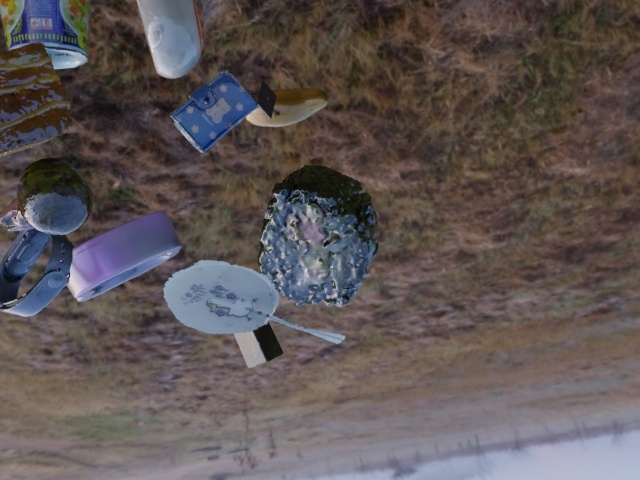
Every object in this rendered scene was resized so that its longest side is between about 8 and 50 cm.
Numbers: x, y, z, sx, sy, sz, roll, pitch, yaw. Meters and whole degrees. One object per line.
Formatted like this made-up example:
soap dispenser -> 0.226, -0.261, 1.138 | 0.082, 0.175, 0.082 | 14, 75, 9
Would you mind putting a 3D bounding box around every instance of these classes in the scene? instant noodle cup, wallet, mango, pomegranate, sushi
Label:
instant noodle cup -> -0.719, -0.623, 1.667 | 0.284, 0.312, 0.284 | -4, 180, 0
wallet -> -0.284, -0.343, 1.700 | 0.202, 0.141, 0.059 | -43, -172, -8
mango -> -0.118, -0.451, 2.178 | 0.295, 0.120, 0.177 | -3, -159, -2
pomegranate -> -0.474, -0.071, 1.095 | 0.163, 0.138, 0.125 | -13, 144, -12
sushi -> 0.000, 0.000, 1.658 | 0.294, 0.178, 0.351 | 17, 123, 9

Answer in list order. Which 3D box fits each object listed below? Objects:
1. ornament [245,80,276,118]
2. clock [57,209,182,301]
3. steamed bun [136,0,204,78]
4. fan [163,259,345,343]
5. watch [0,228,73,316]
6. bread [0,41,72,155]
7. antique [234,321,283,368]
ornament -> -0.232, -0.412, 1.880 | 0.203, 0.081, 0.088 | 6, 159, 31
clock -> -0.510, 0.048, 1.601 | 0.339, 0.102, 0.338 | -29, 180, 0
steamed bun -> -0.361, -0.524, 1.591 | 0.145, 0.231, 0.232 | -16, 163, -11
fan -> -0.130, 0.152, 1.351 | 0.415, 0.012, 0.233 | 24, 131, -24
watch -> -0.596, 0.065, 1.326 | 0.206, 0.193, 0.068 | -48, 137, 11
bread -> -0.605, -0.240, 1.164 | 0.114, 0.184, 0.275 | -2, -159, 44
antique -> -0.199, 0.250, 1.856 | 0.080, 0.220, 0.081 | -28, 174, 35
